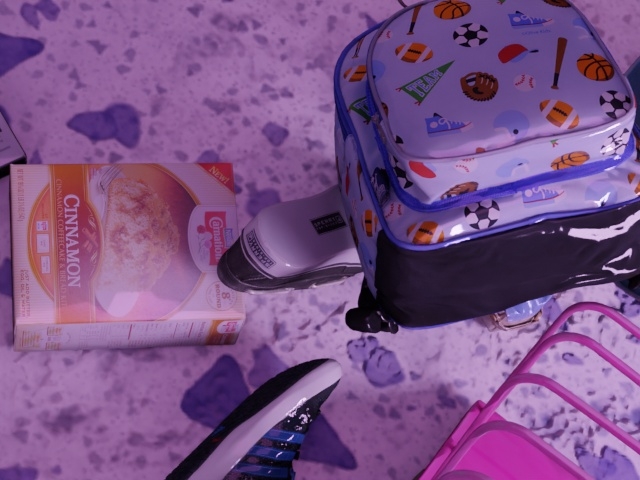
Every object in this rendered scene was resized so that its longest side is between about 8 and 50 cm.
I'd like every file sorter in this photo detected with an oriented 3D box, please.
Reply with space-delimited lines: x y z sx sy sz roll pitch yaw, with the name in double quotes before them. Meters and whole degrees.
"file sorter" 0.183 0.203 1.184 0.202 0.182 0.290 38 35 7

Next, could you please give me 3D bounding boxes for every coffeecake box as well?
"coffeecake box" -0.162 0.013 1.326 0.185 0.068 0.142 -1 67 -13

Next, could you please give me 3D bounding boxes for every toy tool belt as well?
"toy tool belt" 0.178 0.046 1.387 0.083 0.051 0.052 -26 75 -20

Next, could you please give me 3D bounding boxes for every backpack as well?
"backpack" 0.125 -0.082 1.282 0.276 0.213 0.263 -10 41 -12

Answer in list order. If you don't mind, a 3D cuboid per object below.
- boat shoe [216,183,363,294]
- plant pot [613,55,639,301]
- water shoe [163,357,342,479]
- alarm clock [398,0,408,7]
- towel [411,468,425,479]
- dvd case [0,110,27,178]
"boat shoe" 0.000 0.000 1.342 0.219 0.070 0.078 -8 66 -49
"plant pot" 0.397 -0.041 1.371 0.195 0.290 0.290 29 59 -39
"water shoe" -0.049 0.178 1.289 0.203 0.073 0.080 -41 102 -19
"alarm clock" 0.141 -0.173 1.466 0.129 0.064 0.192 -41 83 -23
"towel" 0.098 0.386 1.237 0.312 0.056 0.324 41 68 11
"dvd case" -0.385 -0.127 1.363 0.179 0.029 0.239 -27 75 -21
